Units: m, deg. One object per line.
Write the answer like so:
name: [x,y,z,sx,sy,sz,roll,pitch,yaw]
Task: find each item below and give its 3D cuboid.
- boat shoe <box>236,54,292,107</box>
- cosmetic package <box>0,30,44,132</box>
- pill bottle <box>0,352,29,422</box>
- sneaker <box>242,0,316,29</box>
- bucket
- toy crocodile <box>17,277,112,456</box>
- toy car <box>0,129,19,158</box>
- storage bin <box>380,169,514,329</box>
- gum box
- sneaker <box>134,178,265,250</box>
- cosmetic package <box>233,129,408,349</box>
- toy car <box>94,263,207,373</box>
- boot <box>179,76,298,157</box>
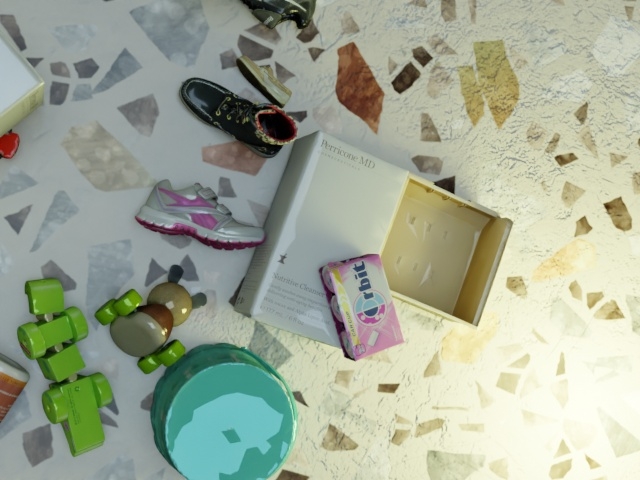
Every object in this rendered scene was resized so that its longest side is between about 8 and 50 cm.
boat shoe: [-0.114,-0.330,1.763,0.135,0.050,0.045,45,74,-21]
cosmetic package: [-0.686,-0.166,1.435,0.453,0.230,0.161,-43,102,-13]
pill bottle: [-0.629,0.303,1.551,0.121,0.121,0.216,34,79,-13]
sneaker: [-0.114,-0.484,1.749,0.234,0.078,0.106,9,84,-18]
bucket: [-0.184,0.340,1.651,0.281,0.183,0.281,0,90,-16]
toy crocodile: [-0.480,0.234,1.611,0.115,0.105,0.341,-23,101,-37]
toy car: [-0.692,-0.235,1.583,0.239,0.053,0.225,-15,93,-17]
storage bin: [0.235,0.016,1.817,0.262,0.123,0.260,23,83,-15]
gum box: [0.076,0.120,1.639,0.107,0.062,0.188,-18,95,-19]
sneaker: [-0.225,-0.053,1.682,0.252,0.103,0.111,16,79,-6]
cosmetic package: [0.000,0.000,1.728,0.217,0.156,0.385,20,84,-18]
toy car: [-0.305,0.133,1.672,0.155,0.149,0.188,52,47,-13]
boot: [-0.155,-0.250,1.677,0.236,0.178,0.085,34,80,-14]
